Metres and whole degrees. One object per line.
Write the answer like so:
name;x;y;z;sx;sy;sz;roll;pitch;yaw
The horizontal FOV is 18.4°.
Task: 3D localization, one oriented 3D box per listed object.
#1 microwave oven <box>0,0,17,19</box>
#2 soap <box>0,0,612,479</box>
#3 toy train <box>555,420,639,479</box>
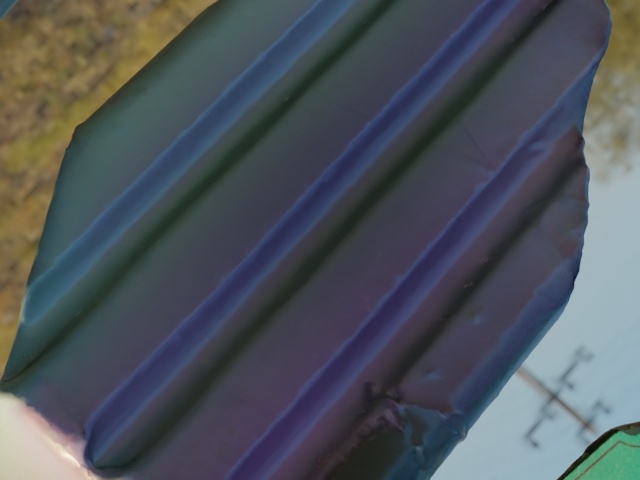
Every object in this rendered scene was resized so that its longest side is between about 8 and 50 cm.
microwave oven;-0.199;-0.112;0.575;0.295;0.181;0.237;-52;-154;-21
soap;0.000;0.000;0.812;0.324;0.193;0.109;-48;173;-28
toy train;0.248;0.220;1.467;0.107;0.154;0.198;-7;148;-42
